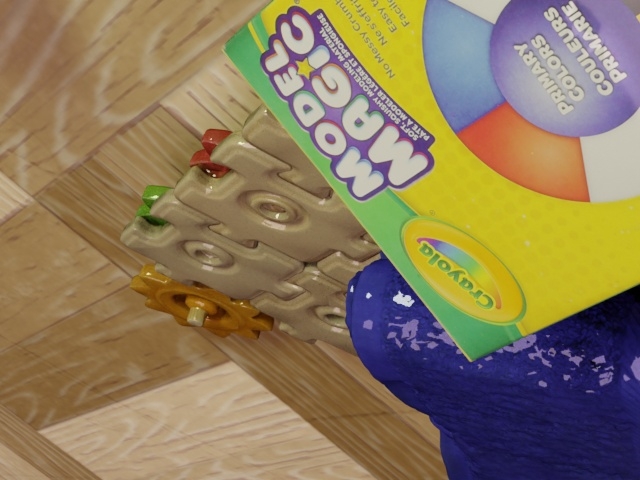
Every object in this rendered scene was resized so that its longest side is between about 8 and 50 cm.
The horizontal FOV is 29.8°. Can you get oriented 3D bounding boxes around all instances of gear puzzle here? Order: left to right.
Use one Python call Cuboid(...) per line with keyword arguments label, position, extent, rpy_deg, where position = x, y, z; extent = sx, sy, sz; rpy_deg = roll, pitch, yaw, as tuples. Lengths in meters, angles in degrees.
Cuboid(label="gear puzzle", position=(0.000, 0.000, 0.606), extent=(0.175, 0.044, 0.339), rpy_deg=(27, 153, -19))

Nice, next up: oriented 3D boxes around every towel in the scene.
Cuboid(label="towel", position=(0.184, 0.073, 0.505), extent=(0.308, 0.076, 0.227), rpy_deg=(8, 156, 24))

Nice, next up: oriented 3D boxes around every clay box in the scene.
Cuboid(label="clay box", position=(0.069, -0.052, 0.329), extent=(0.127, 0.053, 0.222), rpy_deg=(51, 132, -6))
